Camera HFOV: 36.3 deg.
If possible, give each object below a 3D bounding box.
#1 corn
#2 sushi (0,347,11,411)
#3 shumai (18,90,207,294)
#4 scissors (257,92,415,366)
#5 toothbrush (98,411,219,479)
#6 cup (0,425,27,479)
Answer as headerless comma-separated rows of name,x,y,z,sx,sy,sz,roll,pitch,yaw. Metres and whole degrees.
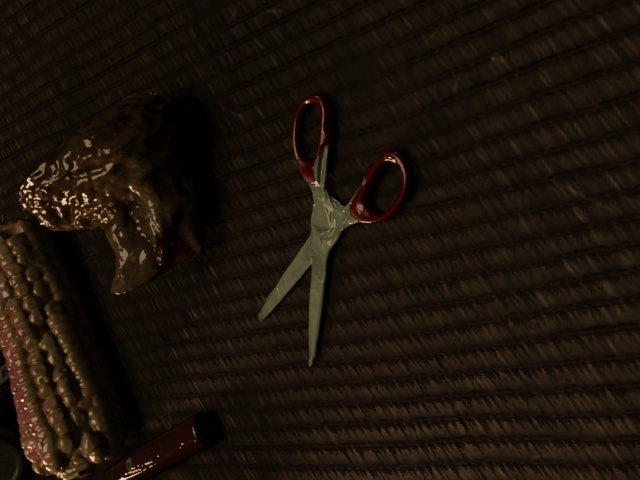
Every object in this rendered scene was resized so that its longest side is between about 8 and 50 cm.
corn,-0.330,0.125,1.190,0.127,0.127,0.335,-28,75,45
sushi,-0.472,0.228,1.328,0.231,0.219,0.047,-7,133,46
shumai,-0.197,-0.043,1.008,0.206,0.166,0.175,-23,105,46
scissors,0.000,0.000,0.898,0.144,0.017,0.247,41,127,32
toothbrush,-0.229,0.277,1.173,0.364,0.041,0.040,-35,75,44
cup,-0.497,0.302,1.400,0.141,0.120,0.120,25,116,50
